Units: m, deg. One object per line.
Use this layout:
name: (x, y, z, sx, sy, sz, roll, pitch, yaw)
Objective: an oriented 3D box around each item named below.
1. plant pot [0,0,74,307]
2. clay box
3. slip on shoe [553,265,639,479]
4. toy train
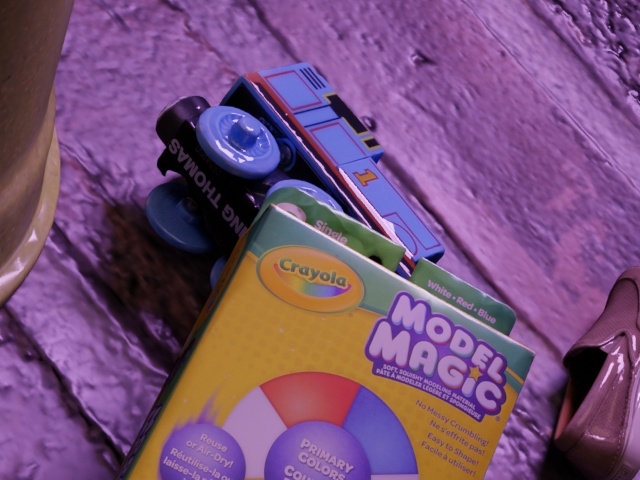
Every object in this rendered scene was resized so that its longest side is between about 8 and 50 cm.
plant pot: (-0.194, -0.130, 0.671, 0.276, 0.254, 0.276, 17, 45, -18)
clay box: (-0.005, 0.087, 0.685, 0.127, 0.053, 0.222, 29, 67, -7)
slip on shoe: (0.142, 0.060, 0.864, 0.041, 0.051, 0.135, 28, 51, -11)
toy train: (0.000, 0.000, 0.808, 0.105, 0.080, 0.184, -21, 65, -49)
